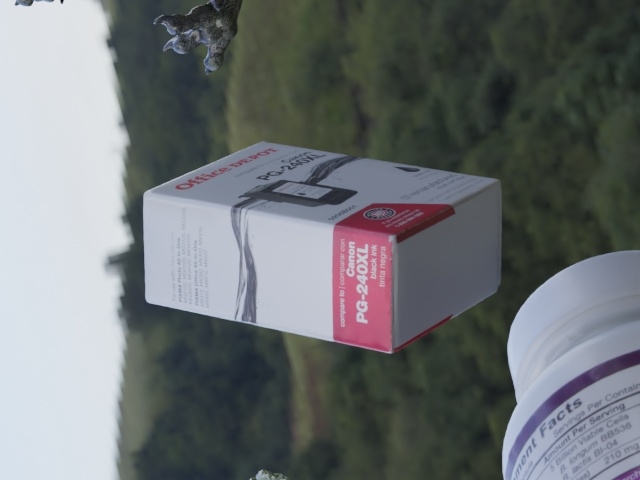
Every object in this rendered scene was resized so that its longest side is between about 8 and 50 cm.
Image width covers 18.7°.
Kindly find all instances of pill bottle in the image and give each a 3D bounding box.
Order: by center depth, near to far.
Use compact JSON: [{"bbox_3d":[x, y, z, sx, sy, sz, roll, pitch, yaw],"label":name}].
[{"bbox_3d":[0.186,0.146,0.984,0.301,0.169,0.169,-101,-5,-50],"label":"pill bottle"}]

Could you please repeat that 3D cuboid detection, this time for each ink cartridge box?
[{"bbox_3d":[0.000,0.000,0.976,0.109,0.150,0.063,-27,-58,-52],"label":"ink cartridge box"}]

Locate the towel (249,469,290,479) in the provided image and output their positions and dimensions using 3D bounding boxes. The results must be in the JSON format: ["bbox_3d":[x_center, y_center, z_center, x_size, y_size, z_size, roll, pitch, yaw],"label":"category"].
[{"bbox_3d":[-0.003,0.193,1.100,0.148,0.027,0.110,-170,75,-65],"label":"towel"}]

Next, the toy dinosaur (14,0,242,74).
[{"bbox_3d":[-0.068,-0.142,0.822,0.064,0.268,0.118,57,-129,-61],"label":"toy dinosaur"}]
